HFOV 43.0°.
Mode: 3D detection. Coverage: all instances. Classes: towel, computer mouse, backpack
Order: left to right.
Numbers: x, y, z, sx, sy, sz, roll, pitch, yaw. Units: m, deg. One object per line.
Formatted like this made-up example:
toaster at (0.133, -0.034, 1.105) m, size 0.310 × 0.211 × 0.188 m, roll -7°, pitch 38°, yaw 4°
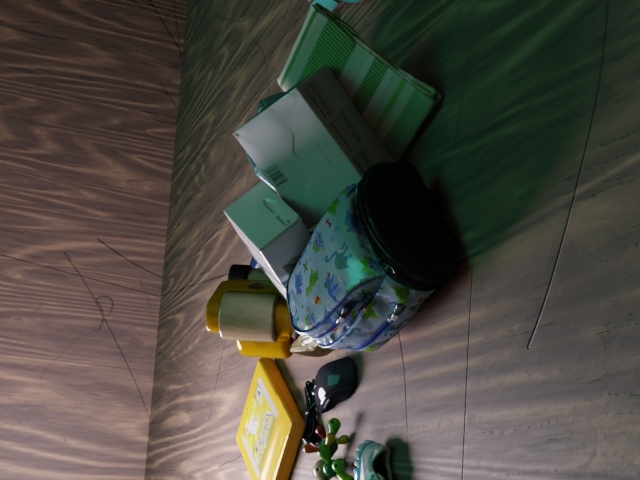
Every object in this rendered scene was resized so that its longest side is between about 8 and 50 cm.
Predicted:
computer mouse at (0.005, 0.377, 1.861) m, size 0.262 × 0.060 × 0.184 m, roll 135°, pitch 140°, yaw -56°
towel at (0.070, -0.314, 1.709) m, size 0.038 × 0.325 × 0.248 m, roll -46°, pitch -8°, yaw -44°
backpack at (0.083, 0.065, 1.595) m, size 0.355 × 0.273 × 0.290 m, roll 107°, pitch 153°, yaw -51°

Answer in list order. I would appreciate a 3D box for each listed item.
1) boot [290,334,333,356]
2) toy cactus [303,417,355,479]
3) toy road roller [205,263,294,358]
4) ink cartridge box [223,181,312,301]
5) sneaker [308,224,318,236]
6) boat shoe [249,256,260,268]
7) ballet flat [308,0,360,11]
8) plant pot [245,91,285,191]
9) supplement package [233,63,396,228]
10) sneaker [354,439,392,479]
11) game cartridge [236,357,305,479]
boot at (-0.006, 0.187, 1.945) m, size 0.213 × 0.077 × 0.165 m, roll 145°, pitch 131°, yaw -59°
toy cactus at (0.009, 0.504, 1.772) m, size 0.180 × 0.112 × 0.219 m, roll 128°, pitch 137°, yaw -67°
toy road roller at (-0.148, 0.209, 2.051) m, size 0.329 × 0.202 × 0.240 m, roll -62°, pitch -28°, yaw -70°
ink cartridge box at (-0.076, 0.031, 1.791) m, size 0.115 × 0.273 × 0.198 m, roll -37°, pitch 41°, yaw -8°
sneaker at (0.000, 0.000, 1.974) m, size 0.279 × 0.107 × 0.118 m, roll -106°, pitch -4°, yaw -68°
boat shoe at (-0.175, 0.081, 2.402) m, size 0.183 × 0.066 × 0.066 m, roll 120°, pitch 152°, yaw -53°
ballet flat at (0.045, -0.674, 2.124) m, size 0.316 × 0.107 × 0.106 m, roll 19°, pitch 92°, yaw 66°
plant pot at (-0.033, -0.225, 1.937) m, size 0.248 × 0.252 × 0.247 m, roll -120°, pitch 44°, yaw -56°
supplement package at (-0.011, -0.193, 1.710) m, size 0.204 × 0.262 × 0.145 m, roll -27°, pitch 15°, yaw 38°
sneaker at (0.103, 0.485, 1.574) m, size 0.083 × 0.071 × 0.190 m, roll -21°, pitch 63°, yaw 58°
game cartridge at (-0.141, 0.515, 2.174) m, size 0.323 × 0.053 × 0.285 m, roll -128°, pitch 51°, yaw -62°
